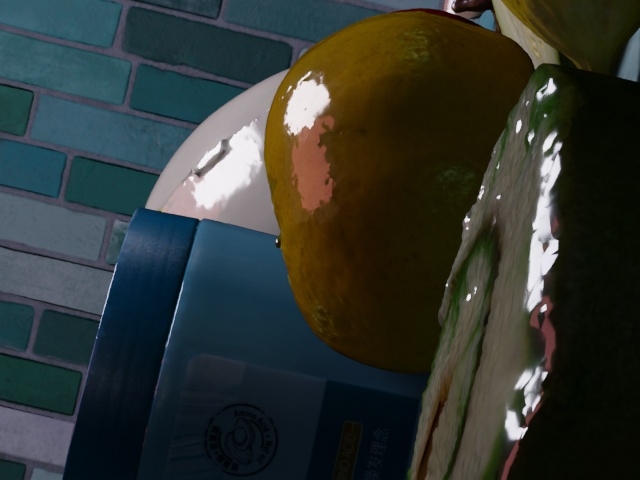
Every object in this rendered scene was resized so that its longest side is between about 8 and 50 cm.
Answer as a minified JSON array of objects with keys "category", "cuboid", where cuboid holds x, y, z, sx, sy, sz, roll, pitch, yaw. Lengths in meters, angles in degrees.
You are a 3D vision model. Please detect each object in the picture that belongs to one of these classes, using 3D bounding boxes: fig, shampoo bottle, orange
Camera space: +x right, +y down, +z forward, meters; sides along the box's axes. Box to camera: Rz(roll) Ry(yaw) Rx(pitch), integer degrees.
[{"category":"fig","cuboid":[0.182,-0.176,1.347,0.159,0.159,0.257,-87,-6,-80]},{"category":"shampoo bottle","cuboid":[-0.028,0.167,1.650,0.331,0.343,0.331,-167,90,-88]},{"category":"orange","cuboid":[0.077,-0.038,1.446,0.279,0.235,0.279,166,90,-88]}]

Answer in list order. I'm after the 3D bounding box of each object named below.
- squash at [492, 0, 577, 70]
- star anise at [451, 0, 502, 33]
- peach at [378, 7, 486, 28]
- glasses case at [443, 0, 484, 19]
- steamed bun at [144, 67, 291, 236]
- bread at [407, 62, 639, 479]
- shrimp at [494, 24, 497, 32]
[{"category":"squash","cuboid":[0.150,-0.232,1.508,0.189,0.189,0.260,-88,15,-80]},{"category":"star anise","cuboid":[0.177,-0.248,1.645,0.057,0.168,0.167,-130,48,-56]},{"category":"peach","cuboid":[0.120,-0.130,2.210,0.338,0.281,0.281,-22,-46,-48]},{"category":"glasses case","cuboid":[0.221,-0.367,2.419,0.102,0.070,0.193,3,-80,-64]},{"category":"steamed bun","cuboid":[-0.003,-0.004,1.917,0.374,0.334,0.334,-43,11,14]},{"category":"bread","cuboid":[0.121,0.093,0.998,0.382,0.129,0.366,-79,2,-59]},{"category":"shrimp","cuboid":[0.186,-0.174,1.809,0.090,0.079,0.232,49,-134,-44]}]
